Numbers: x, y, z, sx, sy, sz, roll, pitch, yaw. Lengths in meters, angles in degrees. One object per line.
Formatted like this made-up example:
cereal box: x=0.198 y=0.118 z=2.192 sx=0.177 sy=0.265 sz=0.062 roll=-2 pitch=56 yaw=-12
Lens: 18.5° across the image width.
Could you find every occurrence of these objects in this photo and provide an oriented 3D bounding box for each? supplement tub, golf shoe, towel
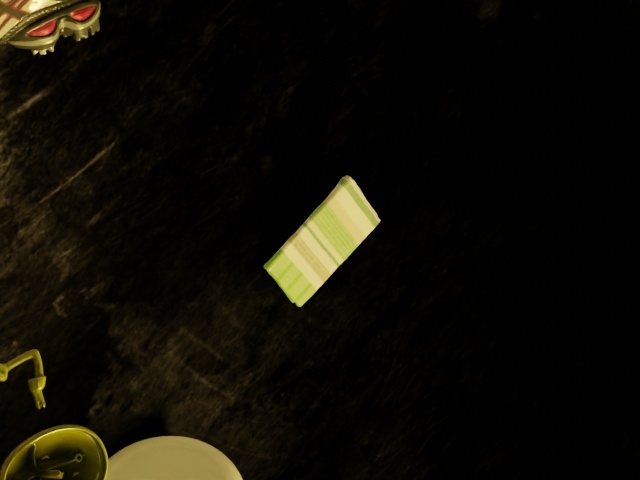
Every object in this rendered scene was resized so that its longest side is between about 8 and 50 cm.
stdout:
supplement tub: x=-0.176 y=0.385 z=2.369 sx=0.191 sy=0.191 sz=0.272 roll=-34 pitch=143 yaw=-27
golf shoe: x=-0.322 y=-0.200 z=1.749 sx=0.273 sy=0.105 sz=0.120 roll=-35 pitch=128 yaw=-36
towel: x=0.000 y=0.000 z=2.397 sx=0.152 sy=0.023 sz=0.113 roll=-47 pitch=145 yaw=-7

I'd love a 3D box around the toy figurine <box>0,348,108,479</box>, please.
toy figurine: x=-0.423 y=0.278 z=2.019 sx=0.363 sy=0.191 sz=0.217 roll=-31 pitch=179 yaw=-35
